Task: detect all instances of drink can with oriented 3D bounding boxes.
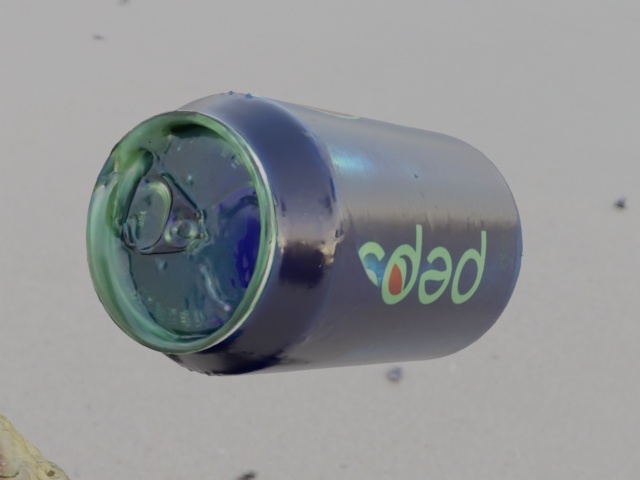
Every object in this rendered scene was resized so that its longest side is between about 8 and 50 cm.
[{"bbox_3d":[0.000,0.000,0.566,0.118,0.118,0.205,28,14,31],"label":"drink can"}]

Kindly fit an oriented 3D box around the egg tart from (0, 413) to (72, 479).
[{"bbox_3d":[-0.397,0.284,0.985,0.443,0.178,0.443,-5,26,2],"label":"egg tart"}]
